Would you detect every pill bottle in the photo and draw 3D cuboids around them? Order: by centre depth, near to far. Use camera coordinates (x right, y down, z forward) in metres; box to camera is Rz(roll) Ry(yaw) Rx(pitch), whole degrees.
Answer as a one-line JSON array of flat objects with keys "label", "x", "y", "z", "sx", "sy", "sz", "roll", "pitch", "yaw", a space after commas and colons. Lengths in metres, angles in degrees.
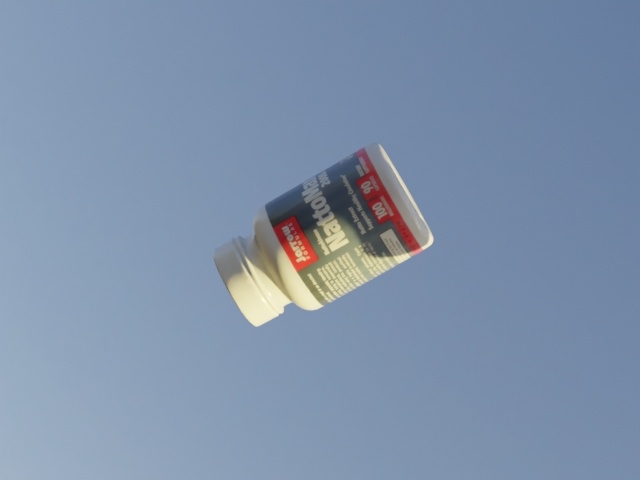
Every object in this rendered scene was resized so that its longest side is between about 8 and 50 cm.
[{"label": "pill bottle", "x": 0.000, "y": 0.000, "z": 1.259, "sx": 0.108, "sy": 0.180, "sz": 0.108, "roll": 59, "pitch": 6, "yaw": -9}]
